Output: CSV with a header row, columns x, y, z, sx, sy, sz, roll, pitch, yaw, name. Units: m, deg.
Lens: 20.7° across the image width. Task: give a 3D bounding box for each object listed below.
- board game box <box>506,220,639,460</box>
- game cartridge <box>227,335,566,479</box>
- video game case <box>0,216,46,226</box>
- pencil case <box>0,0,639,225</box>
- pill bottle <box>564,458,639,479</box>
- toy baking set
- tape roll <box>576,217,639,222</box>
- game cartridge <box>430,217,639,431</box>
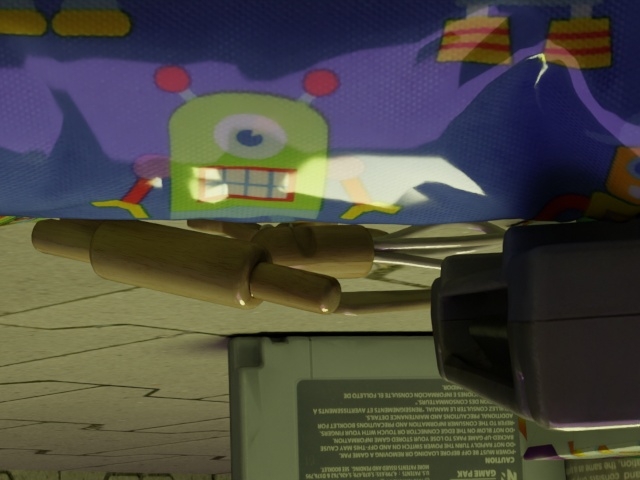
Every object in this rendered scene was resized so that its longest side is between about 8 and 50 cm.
x,y,z,sx,sy,sz,roll,pitch,yaw,name
0.266,0.056,1.042,0.275,0.144,0.142,4,167,-28,board game box
0.067,0.178,1.464,0.297,0.198,0.062,2,176,-20,game cartridge
-0.092,-0.035,0.683,0.206,0.026,0.227,-11,176,-41,video game case
-0.058,-0.057,0.440,0.306,0.119,0.133,-3,140,-1,pencil case
0.304,0.239,1.420,0.204,0.361,0.204,-3,169,-1,pill bottle
-0.005,0.001,0.840,0.256,0.030,0.197,12,-165,34,toy baking set
0.264,-0.044,0.715,0.321,0.077,0.321,-3,168,-1,tape roll
0.162,0.021,0.589,0.230,0.068,0.355,-7,177,-1,game cartridge
